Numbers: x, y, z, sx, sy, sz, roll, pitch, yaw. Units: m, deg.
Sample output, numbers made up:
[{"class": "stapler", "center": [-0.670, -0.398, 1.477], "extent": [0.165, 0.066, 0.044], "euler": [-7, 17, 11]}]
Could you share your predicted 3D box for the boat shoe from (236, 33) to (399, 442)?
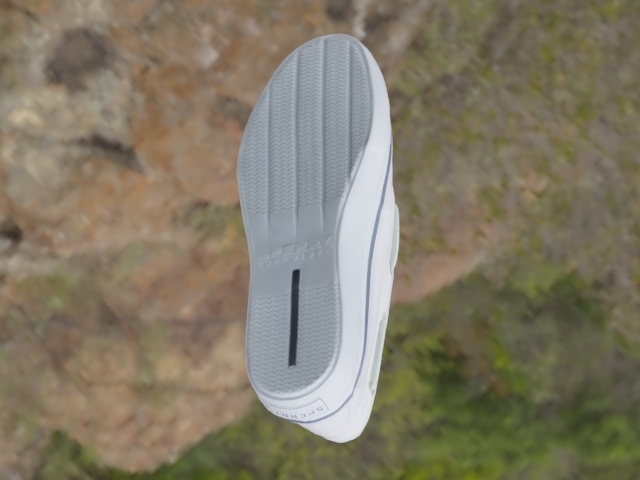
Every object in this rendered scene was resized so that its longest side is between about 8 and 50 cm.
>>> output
[{"class": "boat shoe", "center": [0.000, 0.000, 0.997], "extent": [0.076, 0.083, 0.226], "euler": [53, 40, -53]}]
